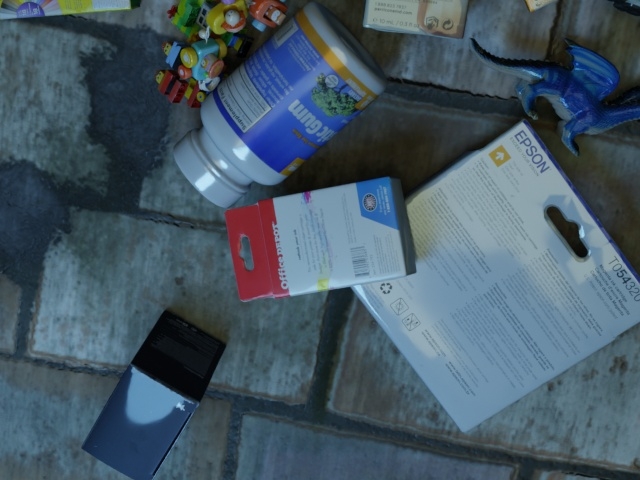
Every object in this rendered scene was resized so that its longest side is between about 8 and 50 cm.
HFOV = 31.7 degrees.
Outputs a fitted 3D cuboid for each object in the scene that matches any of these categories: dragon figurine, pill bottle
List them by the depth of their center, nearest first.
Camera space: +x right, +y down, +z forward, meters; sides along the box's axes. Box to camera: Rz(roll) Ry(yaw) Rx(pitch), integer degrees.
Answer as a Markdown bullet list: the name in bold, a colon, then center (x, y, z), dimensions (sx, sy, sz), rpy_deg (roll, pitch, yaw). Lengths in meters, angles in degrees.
- **dragon figurine**: center (0.331, -0.209, 1.458), dimensions (0.289, 0.085, 0.144), rpy_deg (40, 106, -7)
- **pill bottle**: center (-0.059, -0.169, 1.474), dimensions (0.272, 0.152, 0.152), rpy_deg (-41, 98, 15)

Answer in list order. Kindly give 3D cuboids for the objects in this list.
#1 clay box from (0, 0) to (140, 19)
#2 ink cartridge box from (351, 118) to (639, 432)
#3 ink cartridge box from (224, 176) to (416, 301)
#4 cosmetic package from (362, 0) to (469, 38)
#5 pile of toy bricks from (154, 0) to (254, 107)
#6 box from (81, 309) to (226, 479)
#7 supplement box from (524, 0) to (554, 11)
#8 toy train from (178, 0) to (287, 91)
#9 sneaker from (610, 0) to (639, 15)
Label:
- **clay box**: center (-0.360, -0.364, 1.499), dimensions (0.222, 0.053, 0.127), rpy_deg (-2, 106, 8)
- **ink cartridge box**: center (0.236, 0.050, 1.551), dimensions (0.330, 0.071, 0.324), rpy_deg (-35, 97, 13)
- **ink cartridge box**: center (0.000, 0.000, 1.500), dimensions (0.231, 0.078, 0.134), rpy_deg (-10, 90, 15)
- **cosmetic package**: center (0.133, -0.408, 1.387), dimensions (0.129, 0.153, 0.296), rpy_deg (7, 108, 2)
- **pile of toy bricks**: center (-0.159, -0.284, 1.487), dimensions (0.105, 0.118, 0.212), rpy_deg (44, 119, 26)
- **box**: center (-0.228, 0.215, 1.573), dimensions (0.108, 0.207, 0.153), rpy_deg (31, 107, -4)
- **supplement box**: center (0.302, -0.343, 1.447), dimensions (0.098, 0.036, 0.062), rpy_deg (-25, 103, 12)
- **toy train**: center (-0.105, -0.254, 1.435), dimensions (0.046, 0.125, 0.166), rpy_deg (44, 101, 27)
- **sneaker**: center (0.540, -0.326, 1.316), dimensions (0.411, 0.158, 0.182), rpy_deg (18, 91, 11)
